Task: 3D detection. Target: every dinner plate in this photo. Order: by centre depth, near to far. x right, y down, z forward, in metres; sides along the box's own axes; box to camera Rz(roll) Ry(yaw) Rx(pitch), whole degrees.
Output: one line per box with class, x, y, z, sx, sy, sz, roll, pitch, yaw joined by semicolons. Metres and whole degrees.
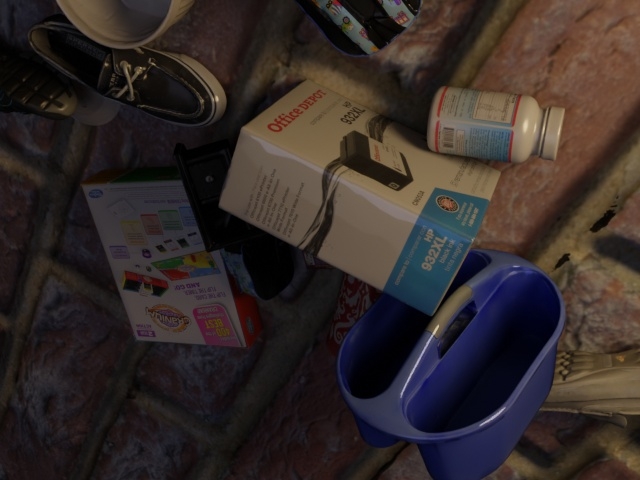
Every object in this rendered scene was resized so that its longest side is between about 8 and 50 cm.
dinner plate;-0.384;-0.250;1.181;0.141;0.017;0.141;11;123;18

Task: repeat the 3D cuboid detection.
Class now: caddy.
caddy;0.174;0.147;0.971;0.241;0.341;0.179;21;140;34

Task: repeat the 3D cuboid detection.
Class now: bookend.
bookend;-0.117;-0.083;1.085;0.157;0.072;0.156;-16;112;-1

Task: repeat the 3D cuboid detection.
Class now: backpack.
backpack;0.048;-0.322;0.890;0.158;0.117;0.173;-35;99;34
backpack;-0.098;0.030;1.164;0.084;0.105;0.114;9;125;45

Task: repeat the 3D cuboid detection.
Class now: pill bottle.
pill bottle;0.222;-0.145;0.932;0.160;0.087;0.087;11;121;18

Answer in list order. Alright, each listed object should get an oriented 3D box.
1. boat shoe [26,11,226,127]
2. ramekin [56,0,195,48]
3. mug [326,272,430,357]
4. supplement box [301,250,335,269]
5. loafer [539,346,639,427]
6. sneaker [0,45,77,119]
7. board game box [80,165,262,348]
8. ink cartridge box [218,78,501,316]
boat shoe;-0.287;-0.247;1.080;0.301;0.102;0.108;30;118;2
ramekin;-0.260;-0.377;0.999;0.207;0.109;0.207;10;121;18
mug;0.090;0.091;1.131;0.113;0.150;0.169;39;131;45
supplement box;0.000;0.000;1.137;0.055;0.043;0.083;-3;115;25
loafer;0.406;0.216;1.041;0.319;0.112;0.111;-11;104;28
sneaker;-0.497;-0.255;1.189;0.267;0.101;0.106;28;150;15
board game box;-0.249;0.032;1.250;0.242;0.064;0.316;0;117;23
ink cartridge box;0.057;-0.069;0.963;0.307;0.223;0.129;27;124;8
